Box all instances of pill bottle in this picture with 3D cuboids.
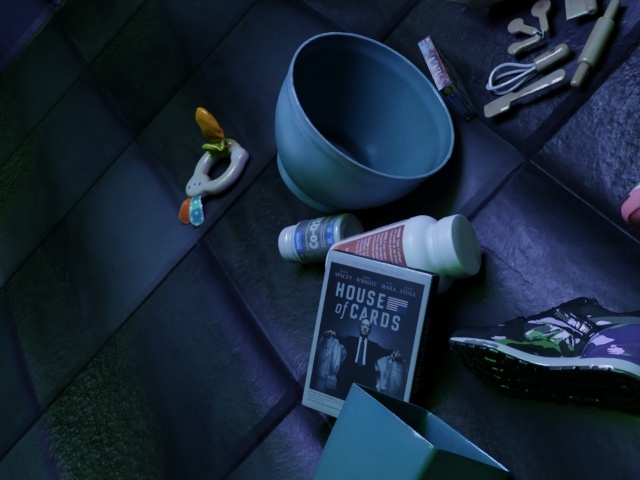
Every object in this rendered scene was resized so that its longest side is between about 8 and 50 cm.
[{"bbox_3d":[0.000,0.000,1.498,0.137,0.078,0.078,-9,56,39],"label":"pill bottle"},{"bbox_3d":[0.124,0.033,1.325,0.216,0.121,0.121,-17,51,34],"label":"pill bottle"}]

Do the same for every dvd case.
[{"bbox_3d":[0.069,0.146,1.268,0.179,0.029,0.239,13,97,35],"label":"dvd case"}]

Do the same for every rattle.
[{"bbox_3d":[-0.250,-0.142,1.794,0.200,0.143,0.130,-45,59,-1],"label":"rattle"}]

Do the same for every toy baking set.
[{"bbox_3d":[0.366,-0.298,1.418,0.196,0.030,0.256,7,67,49],"label":"toy baking set"}]

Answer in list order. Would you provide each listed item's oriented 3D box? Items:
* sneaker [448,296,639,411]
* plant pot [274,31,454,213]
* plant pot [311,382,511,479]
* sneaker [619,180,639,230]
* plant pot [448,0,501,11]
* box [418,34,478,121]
[{"bbox_3d":[0.305,0.132,1.124,0.283,0.107,0.124,5,50,41],"label":"sneaker"},{"bbox_3d":[0.044,-0.167,1.456,0.196,0.293,0.293,-50,31,47],"label":"plant pot"},{"bbox_3d":[0.084,0.336,1.118,0.165,0.165,0.234,32,93,49],"label":"plant pot"},{"bbox_3d":[0.487,-0.007,1.024,0.313,0.116,0.136,6,67,45],"label":"sneaker"},{"bbox_3d":[0.324,-0.543,1.447,0.305,0.333,0.334,-26,45,44],"label":"plant pot"},{"bbox_3d":[0.214,-0.272,1.486,0.027,0.094,0.137,-33,43,20],"label":"box"}]
